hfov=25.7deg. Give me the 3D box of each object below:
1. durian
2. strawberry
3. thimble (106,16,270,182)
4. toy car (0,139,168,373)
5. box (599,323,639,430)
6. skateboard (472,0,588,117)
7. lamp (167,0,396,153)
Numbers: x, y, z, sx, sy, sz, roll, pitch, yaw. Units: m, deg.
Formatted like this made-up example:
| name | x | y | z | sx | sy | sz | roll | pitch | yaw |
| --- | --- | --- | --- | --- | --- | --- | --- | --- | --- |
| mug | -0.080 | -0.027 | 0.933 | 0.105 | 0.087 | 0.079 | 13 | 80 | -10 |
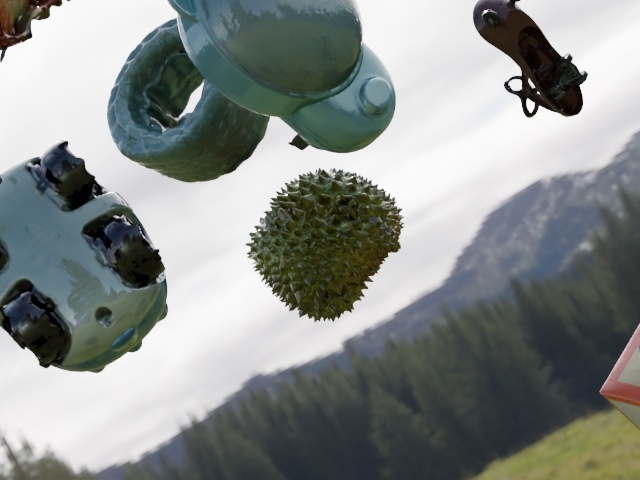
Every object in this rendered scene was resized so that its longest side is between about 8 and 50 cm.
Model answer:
| name | x | y | z | sx | sy | sz | roll | pitch | yaw |
| --- | --- | --- | --- | --- | --- | --- | --- | --- | --- |
| durian | 0.002 | -0.003 | 2.076 | 0.237 | 0.176 | 0.200 | -44 | 32 | 8 |
| strawberry | -0.362 | -0.316 | 1.537 | 0.087 | 0.208 | 0.167 | 3 | 37 | 19 |
| thimble | -0.169 | -0.194 | 1.922 | 0.235 | 0.198 | 0.143 | -48 | -34 | 11 |
| toy car | -0.274 | 0.032 | 1.534 | 0.188 | 0.255 | 0.190 | -42 | -22 | -8 |
| box | 0.595 | 0.199 | 1.693 | 0.257 | 0.349 | 0.318 | -57 | 29 | -15 |
| skateboard | 0.207 | -0.184 | 1.422 | 0.067 | 0.151 | 0.080 | -45 | 15 | -28 |
| lamp | -0.032 | -0.215 | 1.512 | 0.147 | 0.284 | 0.209 | -13 | 31 | 43 |
